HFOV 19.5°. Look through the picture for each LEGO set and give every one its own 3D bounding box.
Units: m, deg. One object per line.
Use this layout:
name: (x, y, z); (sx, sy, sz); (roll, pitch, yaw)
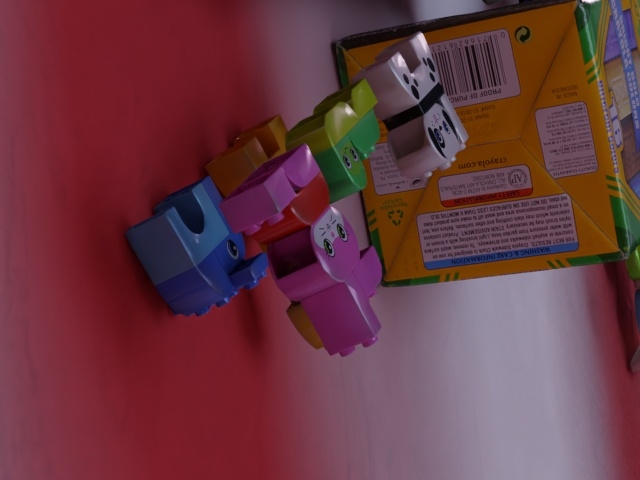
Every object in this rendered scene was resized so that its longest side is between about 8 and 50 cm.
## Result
LEGO set: (0.000, 0.000, 0.737); (0.093, 0.087, 0.227); (61, 24, -10)

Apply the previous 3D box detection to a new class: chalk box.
chalk box: (0.111, -0.062, 1.002); (0.213, 0.132, 0.132); (-25, 105, -68)

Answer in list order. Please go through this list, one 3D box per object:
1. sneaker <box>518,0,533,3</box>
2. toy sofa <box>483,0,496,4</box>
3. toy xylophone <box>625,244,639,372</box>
sneaker: (0.178, -0.147, 1.214); (0.293, 0.102, 0.146); (-135, -155, -86)
toy sofa: (0.049, -0.233, 0.899); (0.150, 0.177, 0.362); (44, 18, 11)
toy xylophone: (0.260, -0.053, 1.470); (0.236, 0.081, 0.322); (-14, 95, -70)
